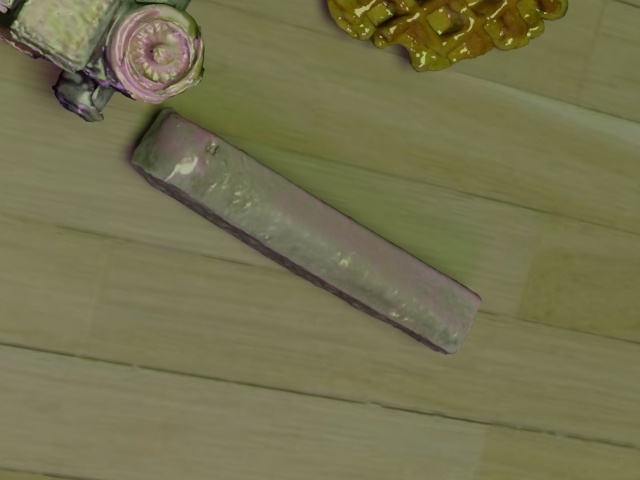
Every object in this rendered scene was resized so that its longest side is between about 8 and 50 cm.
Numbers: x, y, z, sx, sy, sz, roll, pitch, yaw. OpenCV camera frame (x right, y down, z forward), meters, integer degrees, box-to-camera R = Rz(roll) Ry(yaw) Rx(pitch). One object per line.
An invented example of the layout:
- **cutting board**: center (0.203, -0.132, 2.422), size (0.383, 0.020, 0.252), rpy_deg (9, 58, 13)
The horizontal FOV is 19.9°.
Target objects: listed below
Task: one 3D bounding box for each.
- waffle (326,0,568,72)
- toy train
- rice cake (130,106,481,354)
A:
- **waffle**: center (0.128, -0.301, 1.663), size (0.300, 0.058, 0.282), rpy_deg (-18, 109, -23)
- **toy train**: center (-0.157, -0.229, 1.483), size (0.177, 0.134, 0.261), rpy_deg (32, 85, -30)
- **rice cake**: center (0.000, 0.000, 1.660), size (0.399, 0.064, 0.070), rpy_deg (31, 81, -30)
